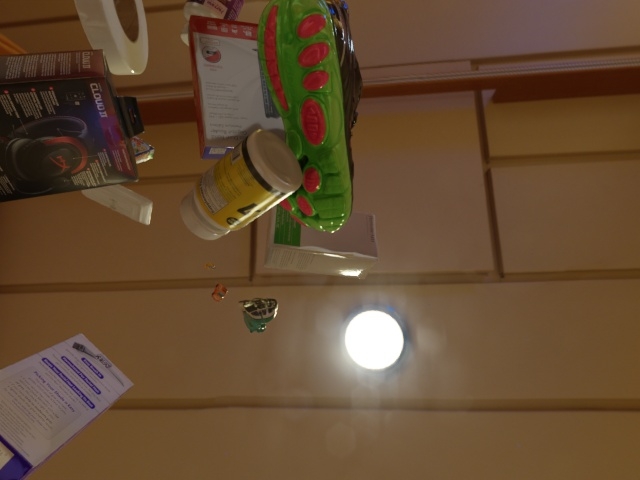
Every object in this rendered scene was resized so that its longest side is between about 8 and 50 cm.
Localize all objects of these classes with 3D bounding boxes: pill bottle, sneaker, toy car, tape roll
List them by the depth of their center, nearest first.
[{"bbox_3d":[-0.144,-0.089,0.704,0.209,0.119,0.119,-30,-108,30],"label":"pill bottle"},{"bbox_3d":[0.012,-0.215,0.775,0.186,0.482,0.202,21,-135,22],"label":"sneaker"},{"bbox_3d":[-0.615,-0.702,1.192,0.072,0.392,0.391,-4,-104,-4],"label":"tape roll"},{"bbox_3d":[-0.336,0.133,1.272,0.041,0.060,0.121,-15,-68,35],"label":"toy car"},{"bbox_3d":[-0.197,0.246,1.297,0.107,0.275,0.109,-8,-93,-19],"label":"sneaker"},{"bbox_3d":[-0.364,-0.805,1.373,0.170,0.169,0.301,21,-92,11],"label":"pill bottle"}]

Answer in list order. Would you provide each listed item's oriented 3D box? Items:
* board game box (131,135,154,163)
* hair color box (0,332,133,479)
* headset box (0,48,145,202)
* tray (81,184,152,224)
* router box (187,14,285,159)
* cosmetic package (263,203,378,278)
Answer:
[{"bbox_3d":[-0.592,-0.282,1.118,0.201,0.136,0.035,35,-56,4],"label":"board game box"},{"bbox_3d":[-0.558,0.330,0.814,0.185,0.339,0.110,45,-86,-1],"label":"hair color box"},{"bbox_3d":[-0.468,-0.197,0.695,0.294,0.218,0.110,-13,-129,-18],"label":"headset box"},{"bbox_3d":[-0.757,-0.153,1.471,0.271,0.145,0.030,27,-133,-7],"label":"tray"},{"bbox_3d":[-0.120,-0.343,0.936,0.336,0.082,0.300,-5,-98,-24],"label":"router box"},{"bbox_3d":[0.000,0.000,1.377,0.366,0.155,0.196,6,-122,-11],"label":"cosmetic package"}]
